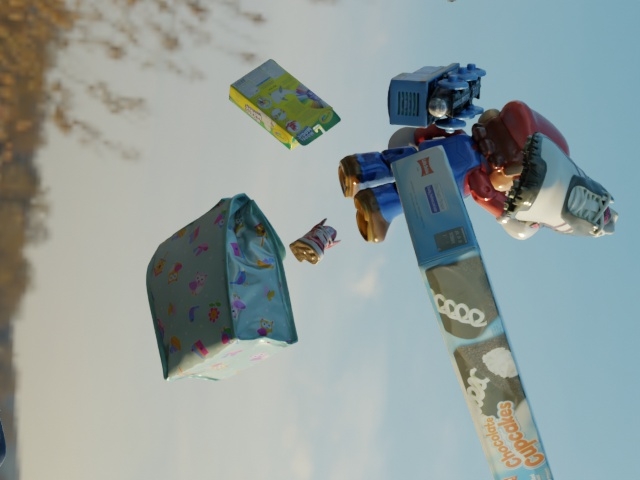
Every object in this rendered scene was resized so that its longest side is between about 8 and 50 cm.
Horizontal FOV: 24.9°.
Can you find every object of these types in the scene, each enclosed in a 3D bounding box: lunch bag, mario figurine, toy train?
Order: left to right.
[{"bbox_3d":[-0.167,0.077,2.361,0.223,0.160,0.262,-31,-119,42],"label":"lunch bag"},{"bbox_3d":[0.160,-0.198,1.958,0.184,0.105,0.080,-39,134,-64],"label":"toy train"},{"bbox_3d":[0.195,-0.081,2.025,0.170,0.321,0.198,166,-92,-83],"label":"mario figurine"}]

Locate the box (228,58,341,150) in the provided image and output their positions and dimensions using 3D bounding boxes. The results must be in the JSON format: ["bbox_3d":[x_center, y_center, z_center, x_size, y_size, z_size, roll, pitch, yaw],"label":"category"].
[{"bbox_3d":[-0.060,-0.230,2.511,0.179,0.105,0.043,40,-32,22],"label":"box"}]

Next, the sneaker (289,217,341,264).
[{"bbox_3d":[0.000,0.000,1.997,0.042,0.067,0.118,59,-12,-8],"label":"sneaker"}]

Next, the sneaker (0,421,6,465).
[{"bbox_3d":[-0.517,0.246,1.881,0.282,0.153,0.099,14,-81,48],"label":"sneaker"}]

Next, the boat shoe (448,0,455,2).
[{"bbox_3d":[0.150,-0.379,1.876,0.083,0.065,0.183,-57,-150,21],"label":"boat shoe"}]

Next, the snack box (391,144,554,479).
[{"bbox_3d":[0.150,0.090,1.397,0.187,0.060,0.322,-100,170,-57],"label":"snack box"}]

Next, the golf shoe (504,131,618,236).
[{"bbox_3d":[0.290,-0.058,1.715,0.273,0.120,0.105,12,97,-74],"label":"golf shoe"}]
